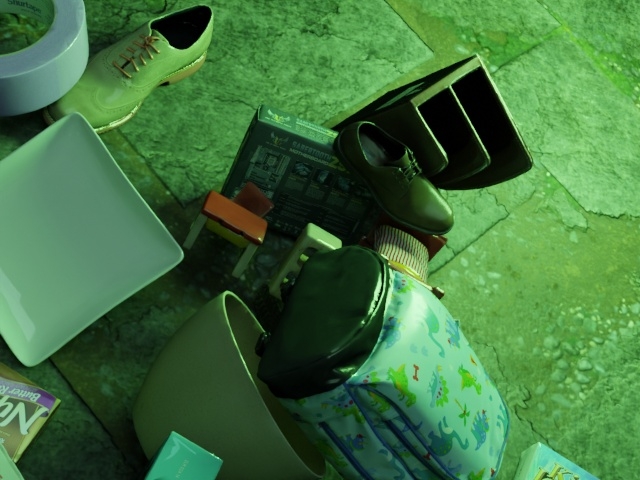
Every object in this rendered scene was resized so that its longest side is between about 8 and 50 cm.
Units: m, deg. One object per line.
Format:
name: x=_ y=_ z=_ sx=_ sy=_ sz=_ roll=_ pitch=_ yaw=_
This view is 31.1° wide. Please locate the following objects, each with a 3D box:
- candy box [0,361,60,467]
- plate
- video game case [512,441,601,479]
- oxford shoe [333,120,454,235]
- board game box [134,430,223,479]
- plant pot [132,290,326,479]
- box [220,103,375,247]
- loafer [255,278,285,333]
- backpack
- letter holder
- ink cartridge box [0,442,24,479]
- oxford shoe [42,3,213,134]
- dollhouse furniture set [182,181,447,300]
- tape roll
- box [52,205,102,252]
candy box: x=-0.460 y=0.216 z=1.552 sx=0.186 sy=0.053 sz=0.109 roll=33 pitch=55 yaw=0
plate: x=-0.385 y=-0.002 z=1.667 sx=0.278 sy=0.045 sz=0.277 roll=-36 pitch=84 yaw=-11
video game case: x=0.399 y=0.482 z=1.767 sx=0.269 sy=0.061 sz=0.244 roll=32 pitch=52 yaw=-3
oxford shoe: x=0.121 y=-0.093 z=1.750 sx=0.227 sy=0.096 sz=0.083 roll=40 pitch=67 yaw=-7
board game box: x=-0.253 y=0.427 z=1.390 sx=0.079 sy=0.254 sz=0.336 roll=31 pitch=54 yaw=-5
plant pot: x=-0.143 y=0.237 z=1.574 sx=0.190 sy=0.284 sz=0.284 roll=-28 pitch=71 yaw=5
box: x=-0.025 y=-0.095 z=1.848 sx=0.232 sy=0.183 sz=0.059 roll=19 pitch=34 yaw=-12
loafer: x=-0.010 y=0.170 z=1.746 sx=0.092 sy=0.102 sz=0.269 roll=-8 pitch=62 yaw=-31
backpack: x=0.100 y=0.215 z=1.594 sx=0.290 sy=0.273 sz=0.356 roll=-63 pitch=140 yaw=-52
letter holder: x=0.179 y=-0.148 z=1.898 sx=0.152 sy=0.302 sz=0.214 roll=-35 pitch=100 yaw=-23
ink cartridge box: x=-0.476 y=0.387 z=1.338 sx=0.306 sy=0.131 sz=0.226 roll=-14 pitch=57 yaw=-46
oxford shoe: x=-0.310 y=-0.291 z=1.874 sx=0.123 sy=0.130 sz=0.348 roll=43 pitch=54 yaw=4
dollhouse furniture set: x=0.000 y=0.000 z=1.763 sx=0.374 sy=0.152 sz=0.201 roll=31 pitch=26 yaw=-10
tape roll: x=-0.502 y=-0.322 z=1.791 sx=0.274 sy=0.090 sz=0.275 roll=3 pitch=53 yaw=-4
box: x=-0.343 y=-0.033 z=1.748 sx=0.244 sy=0.060 sz=0.100 roll=43 pitch=53 yaw=5
